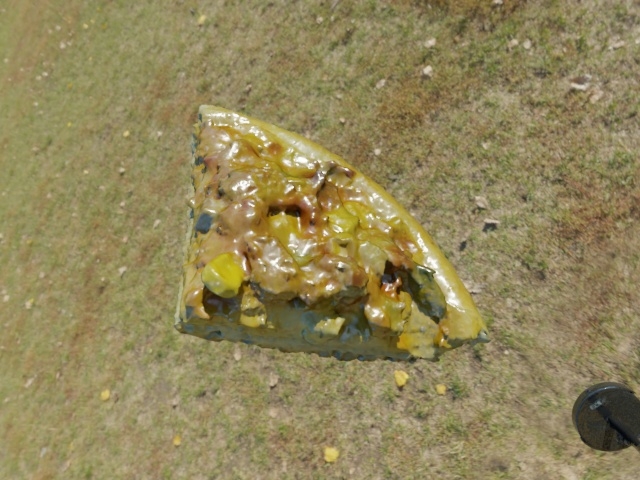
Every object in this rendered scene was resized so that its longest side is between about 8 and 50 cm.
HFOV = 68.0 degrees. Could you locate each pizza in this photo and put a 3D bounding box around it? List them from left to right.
[{"bbox_3d":[0.006,-0.021,0.448,0.087,0.258,0.268,-59,30,38],"label":"pizza"}]

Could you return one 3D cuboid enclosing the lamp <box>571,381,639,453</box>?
[{"bbox_3d":[0.411,0.258,0.597,0.130,0.371,0.108,-46,74,9],"label":"lamp"}]
